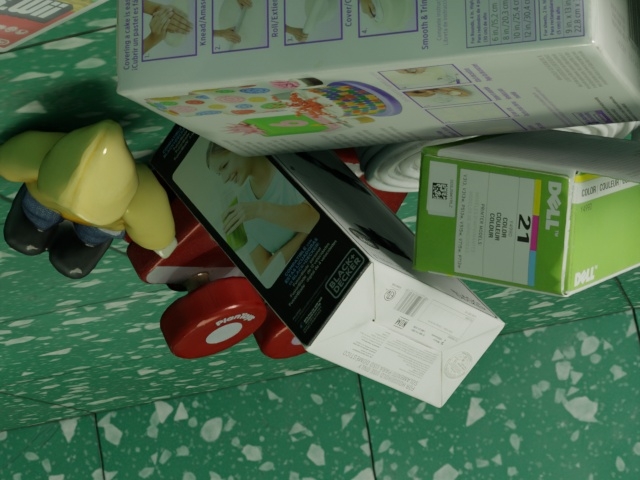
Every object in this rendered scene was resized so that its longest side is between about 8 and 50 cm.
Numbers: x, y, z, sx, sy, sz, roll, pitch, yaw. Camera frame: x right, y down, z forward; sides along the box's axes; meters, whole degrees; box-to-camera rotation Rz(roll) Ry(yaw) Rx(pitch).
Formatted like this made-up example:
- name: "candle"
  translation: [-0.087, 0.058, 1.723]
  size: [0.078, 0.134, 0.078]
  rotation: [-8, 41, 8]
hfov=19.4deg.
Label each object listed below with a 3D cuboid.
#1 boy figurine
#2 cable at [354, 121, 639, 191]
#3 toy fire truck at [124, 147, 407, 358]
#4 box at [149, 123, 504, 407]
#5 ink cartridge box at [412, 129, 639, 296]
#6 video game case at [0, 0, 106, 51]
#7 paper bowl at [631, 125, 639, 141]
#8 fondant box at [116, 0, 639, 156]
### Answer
- name: "boy figurine"
  translation: [-0.201, -0.035, 1.621]
  size: [0.177, 0.092, 0.285]
  rotation: [29, 166, -10]
- name: "cable"
  translation: [0.150, -0.114, 1.618]
  size: [0.257, 0.089, 0.257]
  rotation: [3, 163, -45]
- name: "toy fire truck"
  translation: [-0.035, -0.020, 1.807]
  size: [0.302, 0.169, 0.254]
  rotation: [3, 145, -49]
- name: "box"
  translation: [0.000, 0.000, 1.518]
  size: [0.169, 0.290, 0.087]
  rotation: [25, 106, -43]
- name: "ink cartridge box"
  translation: [0.224, -0.017, 1.396]
  size: [0.255, 0.097, 0.189]
  rotation: [11, -166, 30]
- name: "video game case"
  translation: [-0.188, -0.185, 1.175]
  size: [0.285, 0.025, 0.204]
  rotation: [-19, 165, 38]
- name: "paper bowl"
  translation: [0.392, -0.087, 1.663]
  size: [0.284, 0.148, 0.284]
  rotation: [-21, -171, 3]
- name: "fondant box"
  translation: [0.053, -0.136, 1.319]
  size: [0.330, 0.096, 0.238]
  rotation: [-5, 170, 18]
